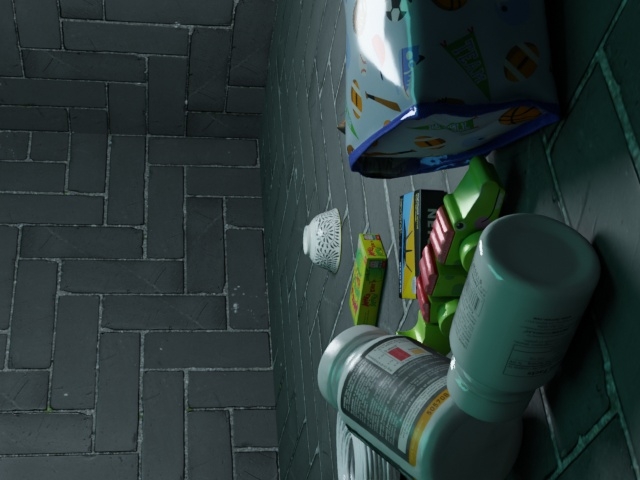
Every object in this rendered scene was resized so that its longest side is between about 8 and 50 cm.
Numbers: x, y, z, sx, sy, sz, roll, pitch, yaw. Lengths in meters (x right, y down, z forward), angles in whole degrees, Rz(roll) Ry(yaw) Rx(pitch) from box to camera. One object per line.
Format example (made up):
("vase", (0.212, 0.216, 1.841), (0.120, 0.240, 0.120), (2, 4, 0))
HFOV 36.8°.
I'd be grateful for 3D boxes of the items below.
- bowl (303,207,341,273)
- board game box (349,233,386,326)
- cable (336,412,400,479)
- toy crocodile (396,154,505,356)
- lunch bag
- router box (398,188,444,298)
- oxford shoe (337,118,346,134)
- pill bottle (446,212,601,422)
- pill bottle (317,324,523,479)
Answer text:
("bowl", (0.000, 0.000, 2.475), (0.170, 0.080, 0.170), (-179, 90, -81))
("board game box", (0.097, 0.086, 2.009), (0.092, 0.043, 0.181), (-104, 18, -55))
("cable", (0.092, 0.431, 1.878), (0.257, 0.089, 0.257), (-110, 23, -64))
("toy crocodile", (0.184, 0.034, 1.337), (0.115, 0.105, 0.341), (-99, 15, -45))
("lunch bag", (0.138, -0.268, 1.263), (0.385, 0.238, 0.328), (154, 115, -71))
("router box", (0.167, 0.008, 1.604), (0.133, 0.046, 0.179), (163, 108, -79))
("oxford shoe", (0.089, -0.256, 2.079), (0.076, 0.076, 0.212), (-60, 5, -6))
("pill bottle", (0.215, 0.094, 1.073), (0.131, 0.131, 0.229), (-100, 15, -46))
("pill bottle", (0.122, 0.219, 1.280), (0.278, 0.162, 0.162), (28, 119, 55))
